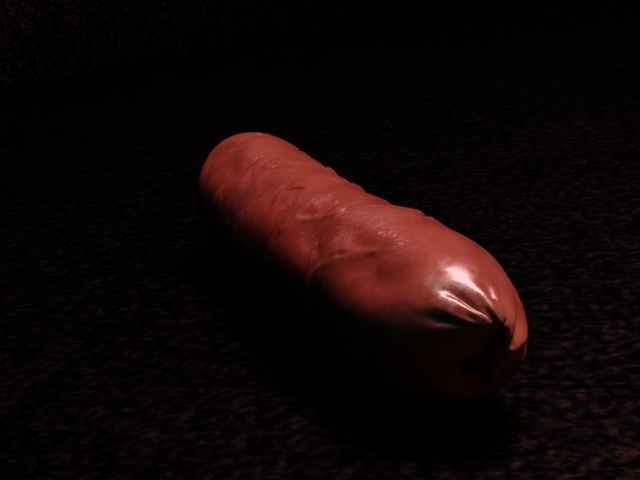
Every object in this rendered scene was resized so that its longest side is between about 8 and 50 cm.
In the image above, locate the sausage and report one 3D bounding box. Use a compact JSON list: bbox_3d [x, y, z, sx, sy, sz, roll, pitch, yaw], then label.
[{"bbox_3d":[-0.002,-0.001,0.703,0.088,0.088,0.433,-11,15,-15],"label":"sausage"}]
